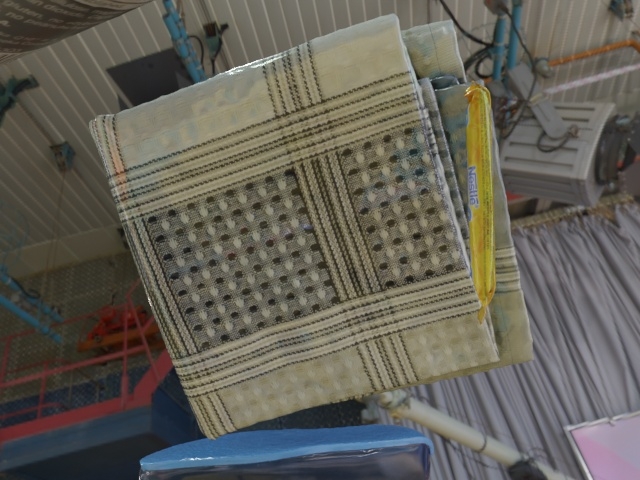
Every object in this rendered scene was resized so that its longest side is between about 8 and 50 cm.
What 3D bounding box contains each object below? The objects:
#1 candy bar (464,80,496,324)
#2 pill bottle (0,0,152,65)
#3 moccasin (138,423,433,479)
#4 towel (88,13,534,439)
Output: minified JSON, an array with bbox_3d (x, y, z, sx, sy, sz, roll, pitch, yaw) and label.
[{"bbox_3d":[0.110,-0.026,0.364,0.018,0.161,0.040,-2,0,19],"label":"candy bar"},{"bbox_3d":[-0.132,-0.226,0.270,0.361,0.204,0.204,-9,-32,26],"label":"pill bottle"},{"bbox_3d":[-0.028,0.283,0.602,0.342,0.116,0.138,1,-7,-9],"label":"moccasin"},{"bbox_3d":[0.000,0.000,0.451,0.324,0.312,0.056,-16,8,5],"label":"towel"}]
